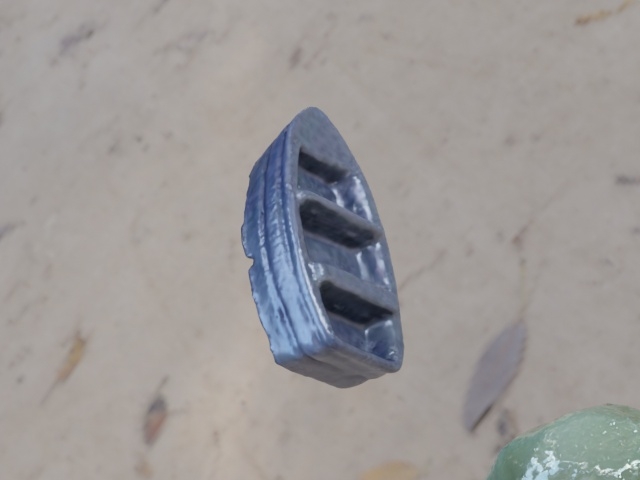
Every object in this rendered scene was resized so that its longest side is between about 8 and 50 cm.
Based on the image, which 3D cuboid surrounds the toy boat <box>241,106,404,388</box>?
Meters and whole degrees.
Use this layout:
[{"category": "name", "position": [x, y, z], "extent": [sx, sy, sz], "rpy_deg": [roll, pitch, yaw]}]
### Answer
[{"category": "toy boat", "position": [0.000, 0.000, 1.470], "extent": [0.078, 0.127, 0.283], "rpy_deg": [-39, 45, 32]}]

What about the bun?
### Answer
[{"category": "bun", "position": [0.206, 0.185, 1.132], "extent": [0.195, 0.195, 0.118], "rpy_deg": [-26, 29, 39]}]
